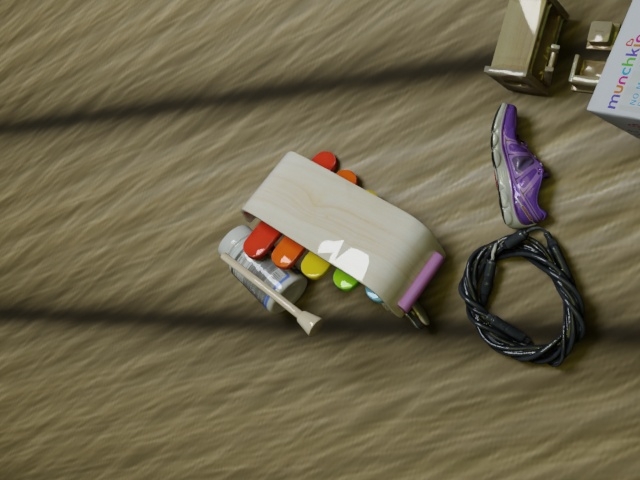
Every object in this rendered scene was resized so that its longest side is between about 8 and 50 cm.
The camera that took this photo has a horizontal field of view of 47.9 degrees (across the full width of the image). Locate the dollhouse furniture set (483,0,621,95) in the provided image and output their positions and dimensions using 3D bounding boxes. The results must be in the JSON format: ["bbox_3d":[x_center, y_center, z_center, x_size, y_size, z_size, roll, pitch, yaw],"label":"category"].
[{"bbox_3d":[0.321,-0.278,0.911,0.161,0.101,0.181,17,94,35],"label":"dollhouse furniture set"}]

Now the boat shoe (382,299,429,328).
[{"bbox_3d":[0.103,0.078,1.035,0.043,0.049,0.137,-44,64,9],"label":"boat shoe"}]

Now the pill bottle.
[{"bbox_3d":[-0.092,0.043,1.122,0.137,0.078,0.078,43,106,23],"label":"pill bottle"}]

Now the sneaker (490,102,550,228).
[{"bbox_3d":[0.268,-0.102,0.967,0.071,0.068,0.169,-10,90,11],"label":"sneaker"}]

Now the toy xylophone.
[{"bbox_3d":[0.000,0.000,1.029,0.236,0.081,0.323,-45,60,-7],"label":"toy xylophone"}]

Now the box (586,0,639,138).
[{"bbox_3d":[0.452,-0.222,0.753,0.231,0.127,0.261,32,104,55],"label":"box"}]

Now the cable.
[{"bbox_3d":[0.265,0.082,0.953,0.151,0.047,0.184,-25,76,24],"label":"cable"}]
